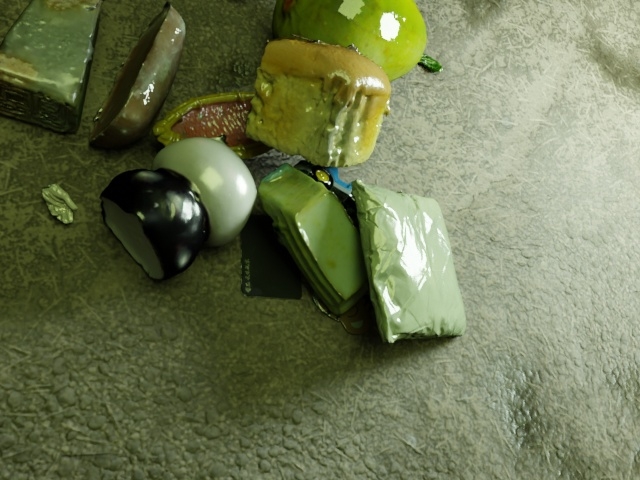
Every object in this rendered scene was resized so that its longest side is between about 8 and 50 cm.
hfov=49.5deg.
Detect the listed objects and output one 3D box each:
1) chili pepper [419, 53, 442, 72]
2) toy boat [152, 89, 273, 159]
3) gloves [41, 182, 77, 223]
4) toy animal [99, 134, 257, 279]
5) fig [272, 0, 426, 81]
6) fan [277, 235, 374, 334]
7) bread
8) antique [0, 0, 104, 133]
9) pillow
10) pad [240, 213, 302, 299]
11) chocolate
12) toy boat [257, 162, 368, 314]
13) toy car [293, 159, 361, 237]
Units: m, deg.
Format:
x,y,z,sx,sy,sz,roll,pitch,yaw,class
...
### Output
x,y,z,sx,sy,sz,roll,pitch,yaw,class
0.229,-0.398,1.531,0.091,0.034,0.030,31,93,-9,chili pepper
-0.153,-0.211,1.250,0.317,0.099,0.141,-17,73,-25,toy boat
-0.418,-0.065,1.107,0.044,0.037,0.081,-19,92,8,gloves
-0.217,-0.062,1.119,0.235,0.165,0.187,-40,92,-33,toy animal
0.066,-0.409,1.350,0.326,0.258,0.258,2,66,-41,fig
0.014,0.059,1.250,0.226,0.008,0.153,34,60,-8,fan
0.015,-0.235,1.187,0.261,0.162,0.204,6,110,-27,bread
-0.440,-0.335,1.166,0.150,0.125,0.284,19,63,-16,antique
0.168,0.038,1.223,0.280,0.076,0.275,7,71,-51,pillow
-0.088,0.028,1.227,0.112,0.003,0.157,5,67,-20,pad
-0.299,-0.266,1.190,0.083,0.161,0.262,31,62,-30,chocolate
0.003,-0.001,1.172,0.111,0.084,0.276,-39,108,-28,toy boat
0.017,-0.081,1.258,0.191,0.097,0.100,29,38,-17,toy car
